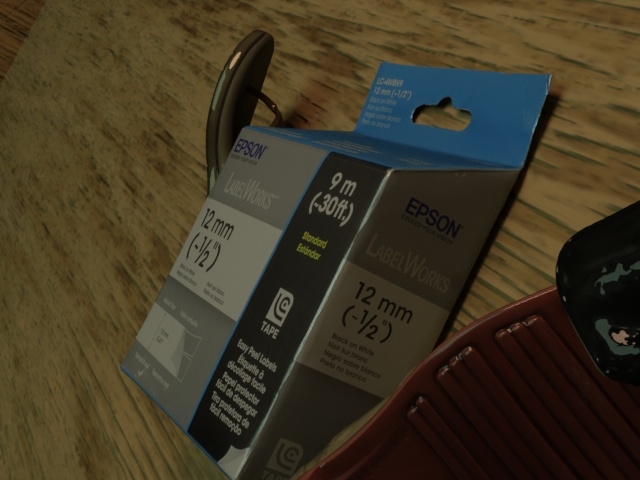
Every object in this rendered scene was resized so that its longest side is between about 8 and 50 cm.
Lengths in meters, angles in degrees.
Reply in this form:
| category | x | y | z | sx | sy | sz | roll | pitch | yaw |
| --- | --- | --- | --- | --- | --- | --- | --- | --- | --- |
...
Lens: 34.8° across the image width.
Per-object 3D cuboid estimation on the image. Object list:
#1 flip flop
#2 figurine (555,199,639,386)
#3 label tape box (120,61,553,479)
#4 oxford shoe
| category | x | y | z | sx | sy | sz | roll | pitch | yaw |
| --- | --- | --- | --- | --- | --- | --- | --- | --- | --- |
| flip flop | -0.066 | -0.060 | 0.971 | 0.112 | 0.080 | 0.277 | 68 | -151 | -80 |
| figurine | 0.198 | 0.034 | 0.347 | 0.209 | 0.092 | 0.214 | -41 | 35 | 34 |
| label tape box | 0.000 | 0.000 | 0.792 | 0.249 | 0.115 | 0.347 | 24 | 89 | 60 |
| oxford shoe | 0.087 | 0.108 | 0.572 | 0.348 | 0.123 | 0.130 | -33 | -2 | 16 |
